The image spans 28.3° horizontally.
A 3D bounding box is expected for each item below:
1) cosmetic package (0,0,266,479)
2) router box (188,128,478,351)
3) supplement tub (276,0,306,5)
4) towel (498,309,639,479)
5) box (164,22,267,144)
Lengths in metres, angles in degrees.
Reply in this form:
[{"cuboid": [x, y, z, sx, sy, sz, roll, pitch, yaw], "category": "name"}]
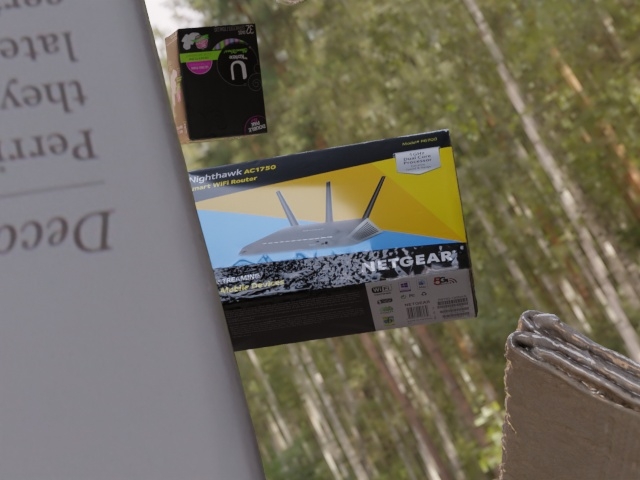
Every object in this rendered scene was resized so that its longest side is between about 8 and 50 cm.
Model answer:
[{"cuboid": [-0.236, 0.011, 0.490, 0.327, 0.394, 0.329, -11, -17, -17], "category": "cosmetic package"}, {"cuboid": [0.000, 0.000, 0.784, 0.178, 0.133, 0.046, -9, -49, 6], "category": "router box"}, {"cuboid": [-0.008, -0.366, 0.945, 0.338, 0.207, 0.207, -56, -24, 7], "category": "supplement tub"}, {"cuboid": [0.222, 0.164, 0.952, 0.049, 0.187, 0.282, -52, -24, -26], "category": "towel"}, {"cuboid": [-0.079, -0.117, 0.955, 0.062, 0.083, 0.052, -7, 3, -17], "category": "box"}]
